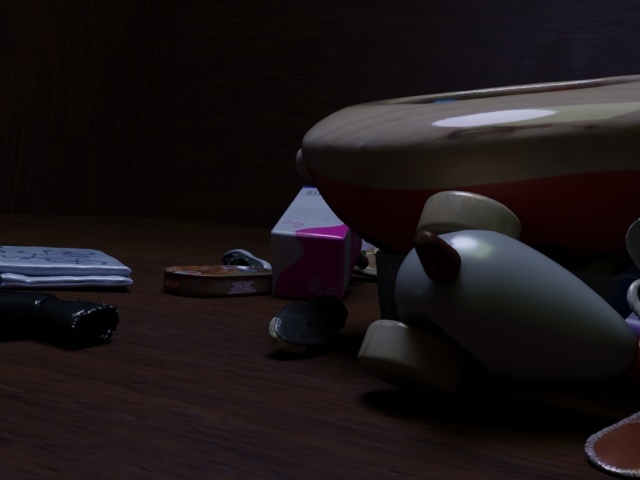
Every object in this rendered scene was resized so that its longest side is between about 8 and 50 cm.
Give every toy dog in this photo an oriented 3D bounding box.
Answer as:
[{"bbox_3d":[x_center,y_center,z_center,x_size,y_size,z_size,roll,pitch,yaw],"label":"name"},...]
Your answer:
[{"bbox_3d":[0.183,0.051,0.491,0.333,0.220,0.161,-4,-21,13],"label":"toy dog"}]

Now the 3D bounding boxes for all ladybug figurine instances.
[{"bbox_3d":[0.191,-0.074,0.724,0.448,0.162,0.305,-1,14,21],"label":"ladybug figurine"}]

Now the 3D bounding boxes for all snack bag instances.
[{"bbox_3d":[-0.478,0.035,1.057,0.342,0.037,0.323,4,3,-25],"label":"snack bag"}]

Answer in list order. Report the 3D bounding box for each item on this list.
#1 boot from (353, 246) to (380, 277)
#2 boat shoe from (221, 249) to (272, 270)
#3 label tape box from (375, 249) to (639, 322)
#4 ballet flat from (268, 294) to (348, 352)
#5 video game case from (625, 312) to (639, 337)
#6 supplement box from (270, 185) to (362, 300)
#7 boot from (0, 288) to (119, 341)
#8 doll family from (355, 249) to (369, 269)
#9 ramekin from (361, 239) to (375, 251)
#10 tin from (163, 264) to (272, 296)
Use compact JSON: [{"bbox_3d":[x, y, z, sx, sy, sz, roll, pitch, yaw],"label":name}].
[{"bbox_3d":[0.153,-0.021,1.402,0.261,0.204,0.095,6,0,0],"label":"boot"},{"bbox_3d":[-0.142,0.044,1.258,0.040,0.049,0.142,1,7,-40],"label":"boat shoe"},{"bbox_3d":[0.274,0.043,0.789,0.347,0.115,0.249,8,20,40],"label":"label tape box"},{"bbox_3d":[-0.013,0.094,0.735,0.057,0.049,0.173,49,16,11],"label":"ballet flat"},{"bbox_3d":[0.475,0.119,1.045,0.196,0.026,0.274,3,5,-28],"label":"video game case"},{"bbox_3d":[0.000,0.000,1.128,0.111,0.114,0.220,6,22,11],"label":"supplement box"},{"bbox_3d":[-0.257,0.073,0.651,0.099,0.045,0.121,9,4,25],"label":"boot"},{"bbox_3d":[0.018,0.034,1.276,0.111,0.076,0.193,31,43,33],"label":"doll family"},{"bbox_3d":[0.055,-0.008,1.744,0.272,0.127,0.273,4,4,0],"label":"ramekin"},{"bbox_3d":[-0.150,0.061,1.067,0.106,0.040,0.189,2,1,43],"label":"tin"}]
